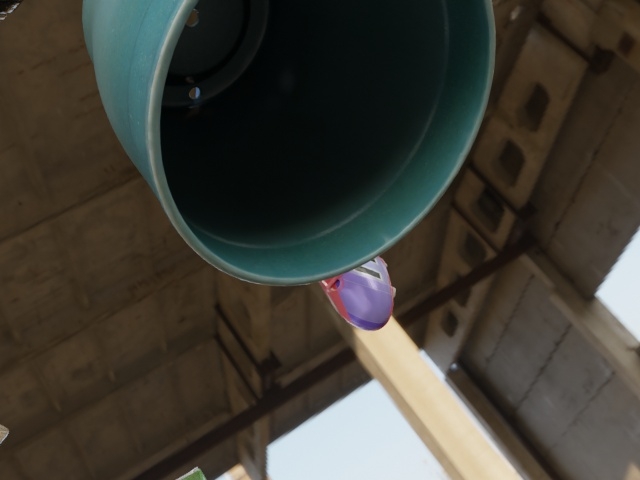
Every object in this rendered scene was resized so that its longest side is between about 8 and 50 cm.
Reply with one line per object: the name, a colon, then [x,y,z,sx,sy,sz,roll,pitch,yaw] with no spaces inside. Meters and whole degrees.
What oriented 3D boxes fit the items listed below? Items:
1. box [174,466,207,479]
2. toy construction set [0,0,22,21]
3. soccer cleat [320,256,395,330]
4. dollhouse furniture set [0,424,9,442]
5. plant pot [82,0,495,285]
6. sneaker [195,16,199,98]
box: [-0.117,0.418,0.918,0.058,0.322,0.232,-34,-11,14]
toy construction set: [-0.386,-0.275,0.708,0.257,0.237,0.309,-19,-18,-31]
soccer cleat: [0.000,0.000,0.981,0.095,0.248,0.083,11,-47,-45]
dollhouse furniture set: [-0.502,0.303,1.045,0.259,0.135,0.262,-56,5,22]
plant pot: [-0.055,-0.145,0.656,0.272,0.255,0.271,-19,-53,-27]
sneaker: [-0.126,-0.176,1.019,0.082,0.069,0.209,-42,-42,-66]
